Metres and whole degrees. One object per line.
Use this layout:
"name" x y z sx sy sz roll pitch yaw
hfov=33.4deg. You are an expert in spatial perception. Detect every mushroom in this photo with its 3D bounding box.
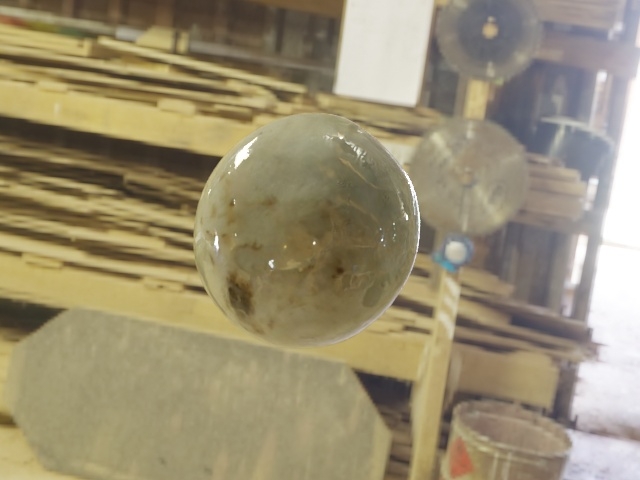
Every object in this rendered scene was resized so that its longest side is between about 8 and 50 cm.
"mushroom" 0.000 0.000 0.383 0.085 0.085 0.079 14 -14 30
